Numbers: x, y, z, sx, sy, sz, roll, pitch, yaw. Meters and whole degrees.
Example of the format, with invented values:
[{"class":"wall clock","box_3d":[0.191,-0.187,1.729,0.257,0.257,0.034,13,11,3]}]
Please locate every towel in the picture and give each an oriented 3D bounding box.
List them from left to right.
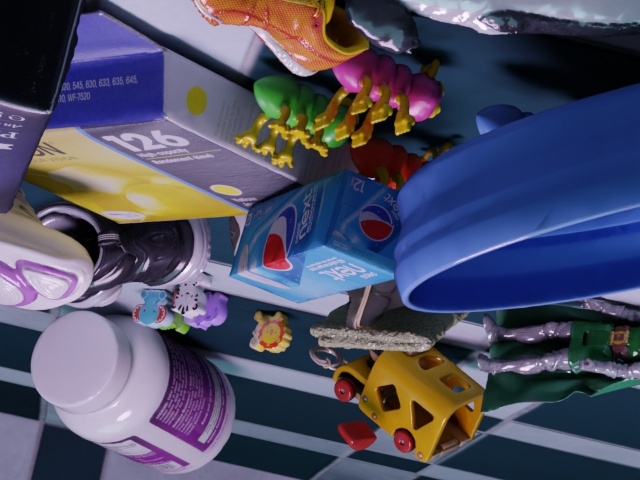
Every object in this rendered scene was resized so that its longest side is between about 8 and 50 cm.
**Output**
[{"class":"towel","box_3d":[0.074,0.084,2.092,0.148,0.027,0.110,3,-155,33]}]

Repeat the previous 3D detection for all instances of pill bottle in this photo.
[{"class":"pill bottle","box_3d":[-0.245,0.192,2.566,0.169,0.169,0.301,4,163,26]}]

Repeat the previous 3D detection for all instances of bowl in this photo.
[{"class":"bowl","box_3d":[0.235,-0.035,1.290,0.391,0.077,0.391,-11,170,-2]}]

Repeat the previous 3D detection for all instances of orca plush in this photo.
[{"class":"orca plush","box_3d":[0.098,-0.190,1.125,0.287,0.102,0.151,2,120,-2]}]

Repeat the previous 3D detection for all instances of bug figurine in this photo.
[{"class":"bug figurine","box_3d":[0.068,-0.081,1.505,0.216,0.072,0.279,23,165,-25]}]

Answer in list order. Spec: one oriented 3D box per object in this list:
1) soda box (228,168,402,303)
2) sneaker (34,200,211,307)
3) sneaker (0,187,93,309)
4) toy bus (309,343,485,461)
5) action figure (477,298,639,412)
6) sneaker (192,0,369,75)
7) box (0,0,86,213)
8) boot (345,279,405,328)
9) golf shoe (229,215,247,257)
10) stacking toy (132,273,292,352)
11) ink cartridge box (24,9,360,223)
[{"class":"soda box","box_3d":[0.000,0.000,1.603,0.071,0.067,0.210,22,164,-19]},{"class":"sneaker","box_3d":[-0.244,0.010,1.965,0.153,0.101,0.269,2,170,-45]},{"class":"sneaker","box_3d":[-0.312,-0.035,1.795,0.305,0.152,0.114,18,152,34]},{"class":"toy bus","box_3d":[0.100,0.160,2.301,0.202,0.191,0.104,14,122,-12]},{"class":"action figure","box_3d":[0.277,0.106,1.989,0.232,0.137,0.063,-3,148,20]},{"class":"sneaker","box_3d":[-0.032,-0.167,1.323,0.067,0.064,0.175,-23,153,31]},{"class":"box","box_3d":[-0.312,-0.159,1.304,0.296,0.182,0.294,15,166,-10]},{"class":"boot","box_3d":[0.096,0.050,1.974,0.137,0.076,0.198,6,166,2]},{"class":"golf shoe","box_3d":[-0.045,0.006,1.876,0.077,0.094,0.198,5,165,21]},{"class":"stacking toy","box_3d":[-0.166,0.085,2.337,0.221,0.052,0.167,1,161,37]},{"class":"ink cartridge box","box_3d":[-0.175,-0.093,1.658,0.304,0.072,0.307,-1,163,44]}]
